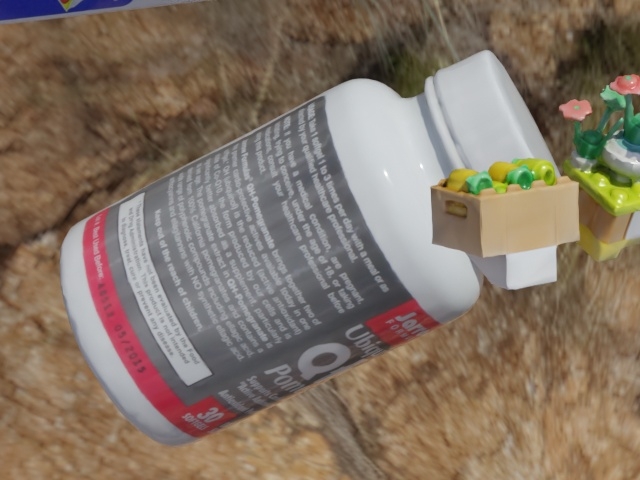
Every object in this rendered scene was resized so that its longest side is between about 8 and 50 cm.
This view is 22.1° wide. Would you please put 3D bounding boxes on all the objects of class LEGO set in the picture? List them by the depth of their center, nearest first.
[{"bbox_3d":[0.191,-0.037,0.649,0.287,0.132,0.107,11,125,-3],"label":"LEGO set"}]

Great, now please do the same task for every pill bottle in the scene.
[{"bbox_3d":[0.000,0.000,1.102,0.318,0.176,0.176,-27,76,14],"label":"pill bottle"}]

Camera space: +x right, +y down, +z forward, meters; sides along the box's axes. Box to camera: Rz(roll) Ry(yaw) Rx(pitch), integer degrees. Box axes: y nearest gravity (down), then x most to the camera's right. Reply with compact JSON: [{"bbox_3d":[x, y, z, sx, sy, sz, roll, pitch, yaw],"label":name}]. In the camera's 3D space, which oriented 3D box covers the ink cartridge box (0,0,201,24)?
[{"bbox_3d":[-0.230,-0.211,1.037,0.371,0.176,0.069,-12,57,-21],"label":"ink cartridge box"}]
